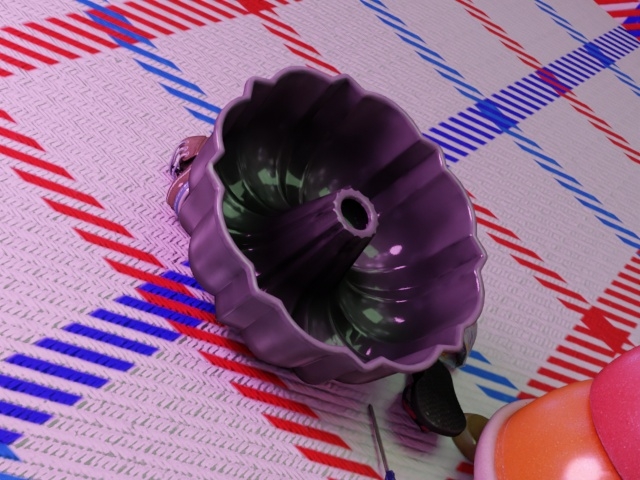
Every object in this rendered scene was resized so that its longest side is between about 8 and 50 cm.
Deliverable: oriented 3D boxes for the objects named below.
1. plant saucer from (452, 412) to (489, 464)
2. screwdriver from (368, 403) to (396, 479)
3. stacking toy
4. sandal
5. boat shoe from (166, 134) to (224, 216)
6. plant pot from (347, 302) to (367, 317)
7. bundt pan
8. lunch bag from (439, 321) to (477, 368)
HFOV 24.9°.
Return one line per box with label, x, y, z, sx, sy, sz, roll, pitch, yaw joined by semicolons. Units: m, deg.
plant saucer;0.172;0.208;1.511;0.083;0.015;0.083;29;29;-18
screwdriver;0.065;0.210;1.372;0.025;0.024;0.170;2;34;-6
stacking toy;0.408;0.174;1.342;0.351;0.480;0.350;30;32;-21
sandal;0.111;0.165;1.487;0.067;0.040;0.179;42;13;-8
boat shoe;-0.124;-0.074;1.528;0.066;0.066;0.183;28;26;11
plant pot;0.005;0.016;1.576;0.236;0.032;0.236;30;30;-19
bundt pan;0.000;0.000;1.427;0.331;0.124;0.330;21;52;-29
lunch bag;0.141;0.095;1.601;0.083;0.053;0.071;62;25;-11
